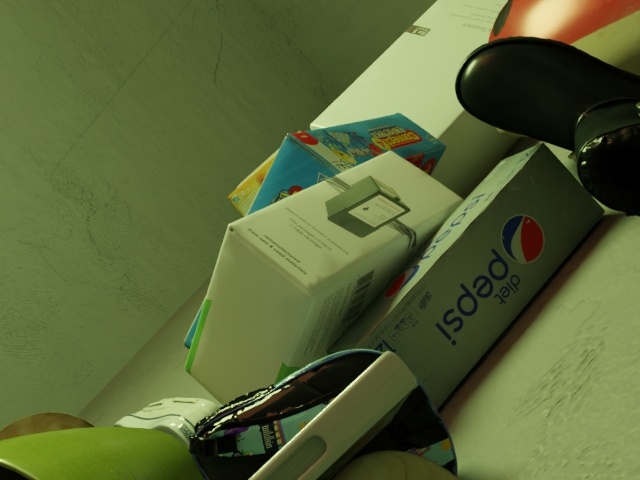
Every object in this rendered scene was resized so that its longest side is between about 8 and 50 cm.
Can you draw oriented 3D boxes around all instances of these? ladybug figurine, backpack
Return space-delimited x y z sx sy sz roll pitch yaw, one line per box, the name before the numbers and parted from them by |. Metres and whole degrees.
ladybug figurine | 0.355 -0.266 1.056 0.449 0.162 0.305 -30 2 29
backpack | 0.010 0.169 0.730 0.173 0.158 0.117 -30 -11 -3

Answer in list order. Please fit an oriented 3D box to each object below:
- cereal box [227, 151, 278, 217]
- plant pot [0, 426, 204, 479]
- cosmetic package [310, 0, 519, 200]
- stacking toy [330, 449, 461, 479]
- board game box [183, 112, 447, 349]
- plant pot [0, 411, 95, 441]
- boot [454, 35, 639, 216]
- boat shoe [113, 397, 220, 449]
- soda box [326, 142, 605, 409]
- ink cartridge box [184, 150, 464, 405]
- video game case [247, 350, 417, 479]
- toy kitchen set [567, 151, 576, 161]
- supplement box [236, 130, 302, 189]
cereal box | -0.012 -0.025 1.498 0.173 0.240 0.047 -37 5 40
plant pot | -0.247 0.305 0.992 0.275 0.275 0.293 -40 -7 20
cosmetic package | 0.192 -0.212 1.489 0.217 0.156 0.385 20 55 36
stacking toy | -0.035 0.258 0.579 0.330 0.141 0.141 -43 6 34
board game box | 0.000 0.000 1.221 0.302 0.086 0.308 -22 -35 -58
plant pot | -0.393 0.395 1.405 0.215 0.215 0.230 -44 22 -6
boot | 0.230 -0.103 0.833 0.207 0.246 0.094 -55 -20 -66
boat shoe | -0.239 0.289 1.505 0.088 0.096 0.267 -43 8 -32
soda box | 0.142 0.039 0.931 0.286 0.098 0.091 -46 8 -19
ink cartridge box | 0.009 0.046 0.999 0.273 0.114 0.198 -28 -33 -47
video game case | -0.031 0.154 0.559 0.206 0.026 0.227 -42 -11 -8
toy kitchen set | 0.310 -0.119 1.047 0.075 0.068 0.083 -44 8 -7
supplement box | -0.006 -0.045 1.578 0.130 0.239 0.073 -38 7 27
